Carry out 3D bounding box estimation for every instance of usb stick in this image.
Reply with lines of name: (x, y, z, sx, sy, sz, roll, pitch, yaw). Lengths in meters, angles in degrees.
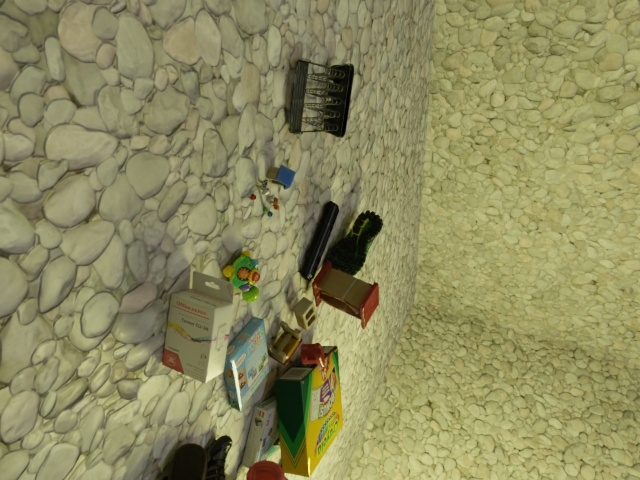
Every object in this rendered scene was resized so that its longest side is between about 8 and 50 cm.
usb stick: (0.000, 0.000, 1.508, 0.077, 0.045, 0.278, 64, 44, -70)

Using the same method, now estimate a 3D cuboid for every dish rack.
dish rack: (0.001, -0.385, 1.223, 0.271, 0.074, 0.208, -29, 130, -61)

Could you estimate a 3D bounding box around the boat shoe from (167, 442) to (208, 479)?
boat shoe: (-0.319, 0.623, 0.992, 0.104, 0.110, 0.307, 104, 3, -51)

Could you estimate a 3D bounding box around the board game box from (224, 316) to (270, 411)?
board game box: (-0.202, 0.341, 1.241, 0.160, 0.039, 0.212, -49, 147, -48)

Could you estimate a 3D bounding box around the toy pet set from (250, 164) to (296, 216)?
toy pet set: (-0.107, -0.125, 1.138, 0.114, 0.065, 0.122, -70, 158, -12)

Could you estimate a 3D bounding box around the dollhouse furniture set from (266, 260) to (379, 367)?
dollhouse furniture set: (0.018, 0.269, 1.453, 0.374, 0.201, 0.152, -53, 153, -27)

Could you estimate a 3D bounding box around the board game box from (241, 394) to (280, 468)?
board game box: (-0.150, 0.626, 1.531, 0.305, 0.053, 0.193, 12, 92, -68)

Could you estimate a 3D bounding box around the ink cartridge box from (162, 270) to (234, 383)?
ink cartridge box: (-0.249, 0.173, 0.917, 0.067, 0.115, 0.198, -12, 114, -66)

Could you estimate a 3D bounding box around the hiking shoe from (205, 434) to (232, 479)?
hiking shoe: (-0.270, 0.629, 1.159, 0.227, 0.114, 0.086, -65, 157, -25)

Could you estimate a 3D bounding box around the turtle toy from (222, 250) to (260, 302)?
turtle toy: (-0.182, 0.093, 1.093, 0.095, 0.066, 0.130, -48, 146, -49)

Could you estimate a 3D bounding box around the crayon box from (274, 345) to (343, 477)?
crayon box: (-0.027, 0.575, 1.571, 0.363, 0.106, 0.313, -13, 99, -69)

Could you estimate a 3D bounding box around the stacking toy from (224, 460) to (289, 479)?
stacking toy: (-0.204, 0.740, 1.146, 0.130, 0.279, 0.309, 59, 37, -16)

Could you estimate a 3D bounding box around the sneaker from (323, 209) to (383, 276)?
sneaker: (0.127, 0.046, 1.732, 0.343, 0.134, 0.146, -50, 169, -30)

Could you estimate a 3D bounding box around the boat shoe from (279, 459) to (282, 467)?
boat shoe: (-0.120, 0.835, 1.744, 0.045, 0.050, 0.135, 59, 49, -68)
